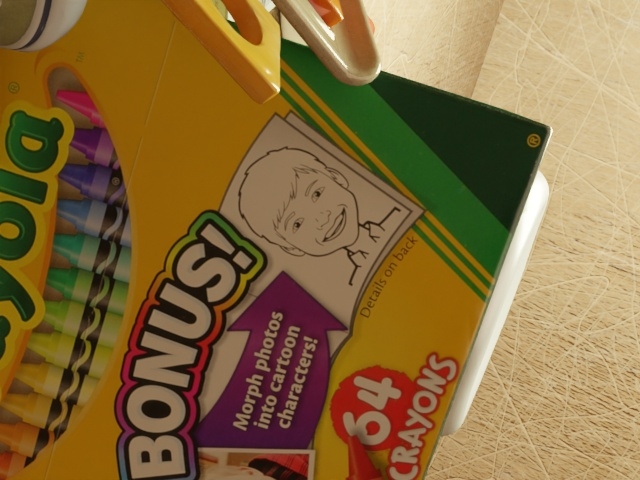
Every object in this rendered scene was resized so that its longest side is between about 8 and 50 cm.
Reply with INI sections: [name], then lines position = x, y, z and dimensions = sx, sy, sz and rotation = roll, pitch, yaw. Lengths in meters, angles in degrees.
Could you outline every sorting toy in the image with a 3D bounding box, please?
[sorting toy]
position = -0.033, -0.194, 0.474
dimensions = 0.196, 0.047, 0.347
rotation = 38, 30, -42

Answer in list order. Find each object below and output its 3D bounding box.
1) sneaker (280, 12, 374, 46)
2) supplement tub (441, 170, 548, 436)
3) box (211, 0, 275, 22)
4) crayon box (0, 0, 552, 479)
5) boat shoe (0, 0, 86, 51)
[sneaker]
position = -0.001, -0.169, 1.019
dimensions = 0.270, 0.090, 0.144
rotation = 34, 75, -78
[supplement tub]
position = 0.000, 0.000, 0.779
dimensions = 0.235, 0.325, 0.235
rotation = 21, 90, -76
[box]
position = -0.081, -0.209, 0.667
dimensions = 0.101, 0.087, 0.102
rotation = -55, 160, -44
[crayon box]
position = -0.075, 0.050, 0.578
dimensions = 0.106, 0.313, 0.362
rotation = -96, -157, -78
[boat shoe]
position = -0.168, -0.199, 0.352
dimensions = 0.094, 0.109, 0.302
rotation = -50, 149, -38
